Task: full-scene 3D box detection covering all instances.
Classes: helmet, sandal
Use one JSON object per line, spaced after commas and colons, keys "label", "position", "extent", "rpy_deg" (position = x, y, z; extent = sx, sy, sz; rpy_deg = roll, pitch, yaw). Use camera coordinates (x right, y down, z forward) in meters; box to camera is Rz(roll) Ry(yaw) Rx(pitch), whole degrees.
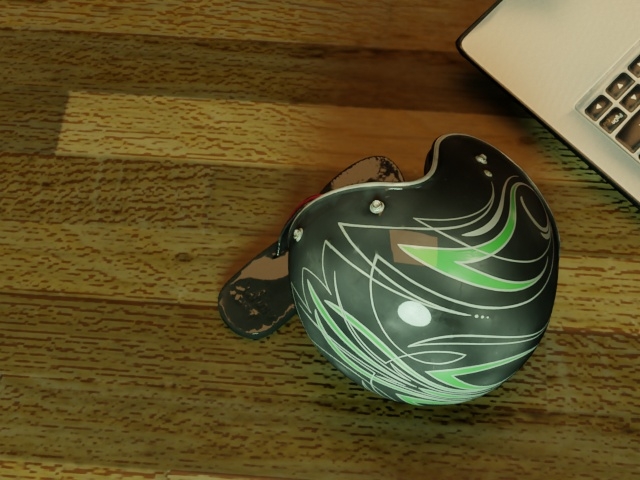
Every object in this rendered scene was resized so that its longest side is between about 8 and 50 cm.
{"label": "helmet", "position": [0.065, 0.025, 0.812], "extent": [0.169, 0.169, 0.161], "rpy_deg": [30, 44, 18]}
{"label": "sandal", "position": [0.000, 0.000, 0.901], "extent": [0.067, 0.040, 0.179], "rpy_deg": [38, 65, 22]}

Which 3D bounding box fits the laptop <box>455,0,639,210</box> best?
{"label": "laptop", "position": [0.367, -0.175, 0.837], "extent": [0.382, 0.236, 0.408], "rpy_deg": [-44, 75, -8]}
